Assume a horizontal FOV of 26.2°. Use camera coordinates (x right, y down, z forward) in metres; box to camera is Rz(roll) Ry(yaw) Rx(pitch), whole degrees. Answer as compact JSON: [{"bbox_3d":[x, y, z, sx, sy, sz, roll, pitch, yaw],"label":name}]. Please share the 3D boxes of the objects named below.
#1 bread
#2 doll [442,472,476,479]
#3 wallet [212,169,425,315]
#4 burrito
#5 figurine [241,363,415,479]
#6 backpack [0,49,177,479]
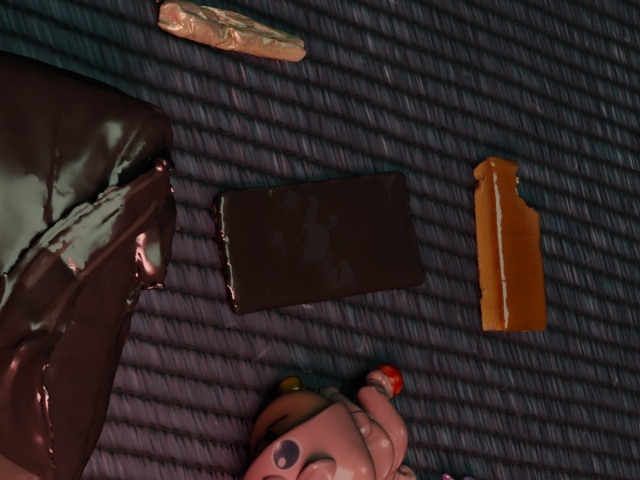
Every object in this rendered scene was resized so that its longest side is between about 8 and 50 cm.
[{"bbox_3d":[0.246,0.007,1.792,0.088,0.049,0.226,3,82,-36],"label":"bread"},{"bbox_3d":[0.169,0.341,1.686,0.206,0.067,0.110,12,86,-45],"label":"doll"},{"bbox_3d":[0.000,0.000,1.627,0.285,0.030,0.146,-8,92,-35],"label":"wallet"},{"bbox_3d":[-0.102,-0.240,1.575,0.185,0.041,0.045,9,88,-33],"label":"burrito"},{"bbox_3d":[0.007,0.244,1.549,0.186,0.176,0.287,41,33,22],"label":"figurine"},{"bbox_3d":[-0.312,0.041,1.265,0.363,0.255,0.446,10,81,-28],"label":"backpack"}]
